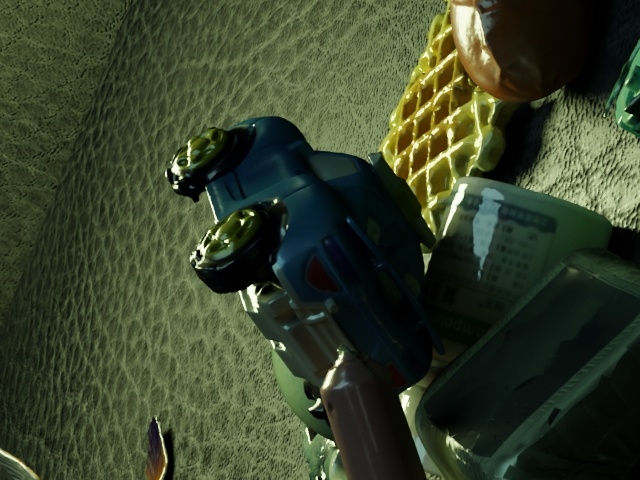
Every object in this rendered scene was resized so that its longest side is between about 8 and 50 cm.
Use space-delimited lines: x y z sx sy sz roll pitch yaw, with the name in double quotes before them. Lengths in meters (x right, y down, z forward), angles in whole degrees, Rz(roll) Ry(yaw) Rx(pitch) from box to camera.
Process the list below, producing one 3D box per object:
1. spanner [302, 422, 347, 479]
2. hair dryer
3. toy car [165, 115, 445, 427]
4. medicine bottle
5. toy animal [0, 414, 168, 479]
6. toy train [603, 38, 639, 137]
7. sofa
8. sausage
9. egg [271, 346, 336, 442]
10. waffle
"spanner" 0.019 0.257 1.813 0.096 0.040 0.325 -58 26 26
"hair dryer" 0.061 0.240 1.374 0.210 0.125 0.353 -8 100 59
"toy car" 0.000 0.000 1.508 0.166 0.198 0.314 -32 27 4
"medicine bottle" 0.139 0.076 1.526 0.139 0.139 0.237 17 90 70
"toy animal" -0.298 0.408 2.393 0.302 0.225 0.284 -116 28 -47
"toy train" 0.287 -0.139 1.339 0.203 0.112 0.163 -61 4 21
"sofa" 0.209 0.138 1.376 0.225 0.176 0.210 -44 19 -7
"sausage" 0.181 -0.240 1.703 0.133 0.133 0.258 -38 39 56
"egg" 0.045 0.102 1.694 0.236 0.169 0.169 -168 96 -72
"waffle" 0.124 -0.113 1.844 0.250 0.056 0.261 -66 23 15
